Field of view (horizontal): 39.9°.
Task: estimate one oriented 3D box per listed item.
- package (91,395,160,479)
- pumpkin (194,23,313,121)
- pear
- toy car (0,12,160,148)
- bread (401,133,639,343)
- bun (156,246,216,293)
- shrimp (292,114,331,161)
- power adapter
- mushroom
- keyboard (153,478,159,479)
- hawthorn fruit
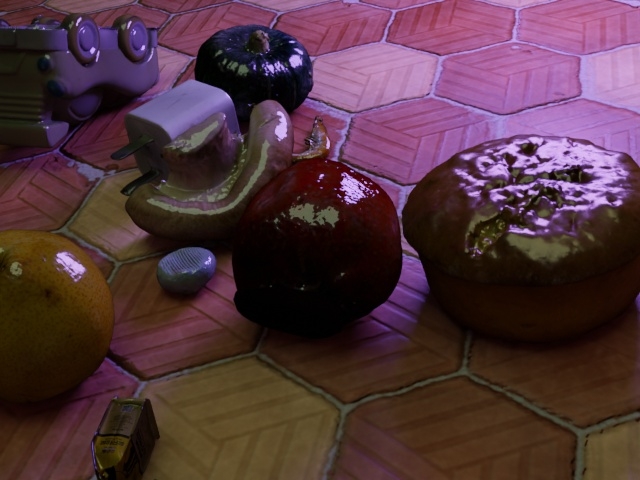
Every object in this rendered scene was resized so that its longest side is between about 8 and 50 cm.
[{"bbox_3d":[-0.212,0.233,0.930,0.047,0.071,0.131,4,40,8],"label":"package"},{"bbox_3d":[-0.117,-0.297,1.543,0.212,0.152,0.211,-4,42,3],"label":"pumpkin"},{"bbox_3d":[-0.349,0.083,1.053,0.209,0.208,0.209,-6,37,4],"label":"pear"},{"bbox_3d":[-0.463,-0.298,1.604,0.242,0.226,0.336,5,13,19],"label":"toy car"},{"bbox_3d":[0.254,-0.009,1.077,0.312,0.172,0.312,-9,33,6],"label":"bread"},{"bbox_3d":[-0.181,0.043,1.197,0.083,0.045,0.083,-4,36,3],"label":"bun"},{"bbox_3d":[-0.024,-0.169,1.459,0.091,0.025,0.127,-4,40,10],"label":"shrimp"},{"bbox_3d":[-0.241,-0.149,1.394,0.125,0.130,0.205,24,49,36],"label":"power adapter"},{"bbox_3d":[-0.131,-0.083,1.279,0.286,0.156,0.151,-38,56,-16],"label":"mushroom"},{"bbox_3d":[-0.175,0.274,0.843,0.055,0.014,0.176,11,11,14],"label":"keyboard"},{"bbox_3d":[0.000,0.000,1.096,0.215,0.215,0.249,-2,28,10],"label":"hawthorn fruit"}]
